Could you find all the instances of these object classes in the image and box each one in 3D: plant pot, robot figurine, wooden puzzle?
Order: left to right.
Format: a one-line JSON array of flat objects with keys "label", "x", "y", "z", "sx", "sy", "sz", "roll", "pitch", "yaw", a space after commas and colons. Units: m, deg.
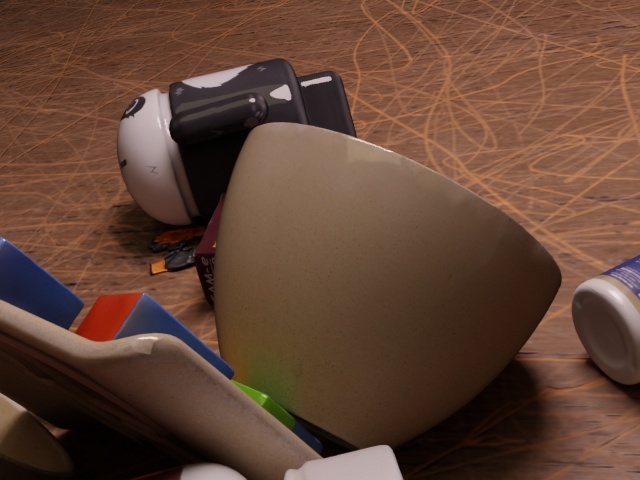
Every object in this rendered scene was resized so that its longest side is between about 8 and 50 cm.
[{"label": "wooden puzzle", "x": -0.150, "y": 0.095, "z": 0.725, "sx": 0.347, "sy": 0.322, "sz": 0.080, "roll": 11, "pitch": 65, "yaw": 36}, {"label": "robot figurine", "x": -0.102, "y": -0.120, "z": 1.175, "sx": 0.278, "sy": 0.209, "sz": 0.174, "roll": -14, "pitch": 45, "yaw": -2}, {"label": "plant pot", "x": 0.024, "y": 0.060, "z": 0.801, "sx": 0.284, "sy": 0.284, "sz": 0.191, "roll": 17, "pitch": 73, "yaw": 39}]

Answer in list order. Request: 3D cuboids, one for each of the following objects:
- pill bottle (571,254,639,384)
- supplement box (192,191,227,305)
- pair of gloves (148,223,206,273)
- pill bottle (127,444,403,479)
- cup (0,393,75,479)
[{"label": "pill bottle", "x": 0.308, "y": 0.047, "z": 0.840, "sx": 0.169, "sy": 0.094, "sz": 0.094, "roll": -23, "pitch": 33, "yaw": -16}, {"label": "supplement box", "x": 0.000, "y": 0.000, "z": 1.047, "sx": 0.239, "sy": 0.073, "sz": 0.130, "roll": -3, "pitch": 32, "yaw": 14}, {"label": "pair of gloves", "x": -0.165, "y": 0.009, "z": 1.153, "sx": 0.074, "sy": 0.010, "sz": 0.083, "roll": -15, "pitch": 33, "yaw": -4}, {"label": "pill bottle", "x": -0.125, "y": 0.254, "z": 0.551, "sx": 0.392, "sy": 0.224, "sz": 0.224, "roll": -14, "pitch": 32, "yaw": -2}, {"label": "cup", "x": -0.390, "y": 0.175, "z": 0.735, "sx": 0.331, "sy": 0.331, "sz": 0.237, "roll": 25, "pitch": 75, "yaw": 45}]
